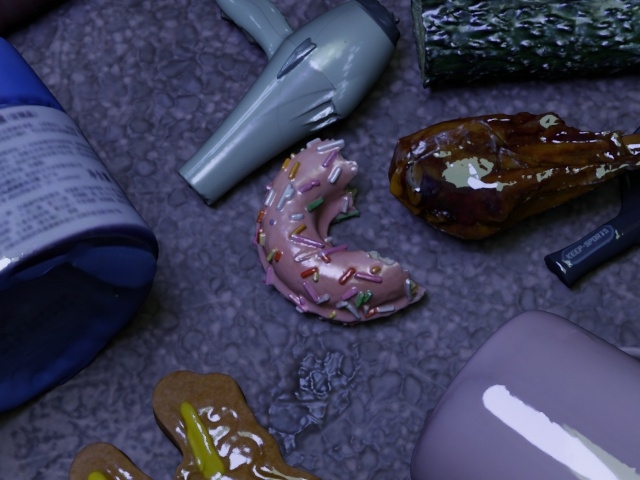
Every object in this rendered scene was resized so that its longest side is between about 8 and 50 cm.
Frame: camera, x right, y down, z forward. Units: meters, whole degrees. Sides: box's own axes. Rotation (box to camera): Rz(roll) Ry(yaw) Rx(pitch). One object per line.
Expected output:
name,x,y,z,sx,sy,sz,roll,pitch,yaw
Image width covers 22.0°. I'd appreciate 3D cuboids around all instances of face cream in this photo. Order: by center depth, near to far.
face cream,-0.279,-0.002,1.278,0.249,0.249,0.225,-34,69,-9

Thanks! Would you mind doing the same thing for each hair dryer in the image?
hair dryer,-0.069,-0.137,1.420,0.225,0.088,0.219,24,75,27

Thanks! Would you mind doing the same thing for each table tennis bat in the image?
table tennis bat,0.292,-0.031,1.369,0.236,0.027,0.150,-30,67,-10

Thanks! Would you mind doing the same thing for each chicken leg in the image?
chicken leg,0.206,-0.061,1.337,0.304,0.093,0.113,-6,43,9

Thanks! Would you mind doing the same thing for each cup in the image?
cup,0.207,0.155,1.228,0.200,0.191,0.253,36,45,20

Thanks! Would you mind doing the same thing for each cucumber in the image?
cucumber,0.259,-0.188,1.395,0.359,0.096,0.096,-5,68,1

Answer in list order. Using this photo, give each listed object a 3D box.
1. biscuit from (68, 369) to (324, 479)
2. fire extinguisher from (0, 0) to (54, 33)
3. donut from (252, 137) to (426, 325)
biscuit,-0.064,0.240,1.276,0.186,0.044,0.295,-44,71,-10
fire extinguisher,-0.186,-0.315,1.485,0.344,0.102,0.138,-33,35,-9
donut,0.000,0.000,1.356,0.117,0.065,0.166,-30,67,-9
